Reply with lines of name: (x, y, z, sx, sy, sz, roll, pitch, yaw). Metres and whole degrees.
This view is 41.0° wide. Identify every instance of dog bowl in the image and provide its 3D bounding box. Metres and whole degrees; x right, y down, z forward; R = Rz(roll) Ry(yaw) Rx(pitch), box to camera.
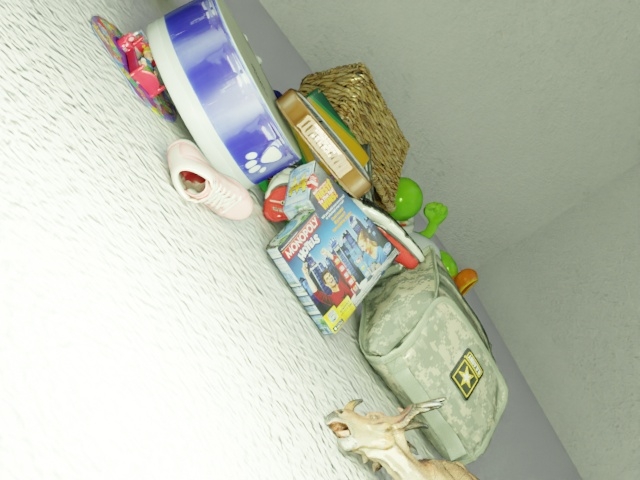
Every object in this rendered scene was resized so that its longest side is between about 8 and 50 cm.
dog bowl: (-0.130, -0.205, 1.195, 0.265, 0.104, 0.265, 63, 5, -10)

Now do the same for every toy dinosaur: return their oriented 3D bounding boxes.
toy dinosaur: (0.143, 0.290, 0.987, 0.296, 0.127, 0.200, 54, 2, -39)

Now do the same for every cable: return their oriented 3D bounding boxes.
cable: (0.115, -0.055, 1.768, 0.139, 0.072, 0.287, 54, 37, -66)

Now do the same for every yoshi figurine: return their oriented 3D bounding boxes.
yoshi figurine: (0.238, -0.013, 2.152, 0.362, 0.203, 0.203, 56, 17, 20)

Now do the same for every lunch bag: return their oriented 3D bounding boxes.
lunch bag: (0.177, 0.182, 1.339, 0.235, 0.169, 0.287, 56, 17, -20)

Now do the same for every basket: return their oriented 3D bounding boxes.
basket: (0.048, -0.222, 1.986, 0.299, 0.213, 0.223, 54, 41, -41)

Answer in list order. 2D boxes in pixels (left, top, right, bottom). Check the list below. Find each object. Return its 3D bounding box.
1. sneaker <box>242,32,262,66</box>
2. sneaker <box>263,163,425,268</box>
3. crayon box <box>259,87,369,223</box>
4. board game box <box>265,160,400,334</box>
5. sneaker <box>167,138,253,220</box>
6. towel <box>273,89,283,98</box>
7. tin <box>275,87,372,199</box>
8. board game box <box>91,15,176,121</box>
sneaker: (-0.188, -0.338, 1.492, 0.118, 0.110, 0.292, 48, 2, 3)
sneaker: (0.033, -0.017, 1.324, 0.279, 0.118, 0.107, 28, 10, -20)
crayon box: (-0.021, -0.142, 1.474, 0.165, 0.081, 0.278, 53, 27, -11)
board game box: (0.000, 0.000, 1.190, 0.194, 0.060, 0.194, 57, 47, -14)
sneaker: (-0.128, -0.056, 1.003, 0.134, 0.051, 0.070, 45, 16, -33)
towel: (-0.019, -0.147, 1.741, 0.308, 0.076, 0.228, 37, 28, -61)
tin: (0.008, -0.142, 1.243, 0.190, 0.040, 0.106, 50, 6, -3)
board game box: (-0.233, -0.235, 1.127, 0.169, 0.033, 0.133, 56, 10, 4)
